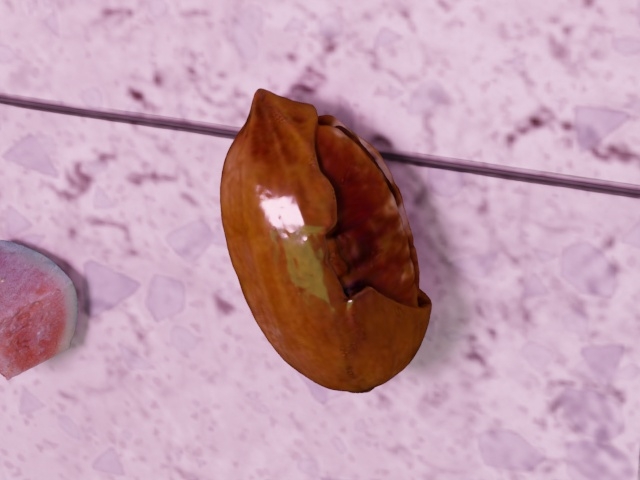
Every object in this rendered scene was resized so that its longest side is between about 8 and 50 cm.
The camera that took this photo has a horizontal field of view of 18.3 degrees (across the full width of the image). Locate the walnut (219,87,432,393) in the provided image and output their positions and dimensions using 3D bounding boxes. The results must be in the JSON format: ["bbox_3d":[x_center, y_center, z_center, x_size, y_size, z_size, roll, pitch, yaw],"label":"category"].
[{"bbox_3d":[0.000,0.000,1.238,0.116,0.116,0.207,-16,104,29],"label":"walnut"}]

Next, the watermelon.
[{"bbox_3d":[-0.210,0.051,1.374,0.092,0.072,0.084,-19,127,26],"label":"watermelon"}]
